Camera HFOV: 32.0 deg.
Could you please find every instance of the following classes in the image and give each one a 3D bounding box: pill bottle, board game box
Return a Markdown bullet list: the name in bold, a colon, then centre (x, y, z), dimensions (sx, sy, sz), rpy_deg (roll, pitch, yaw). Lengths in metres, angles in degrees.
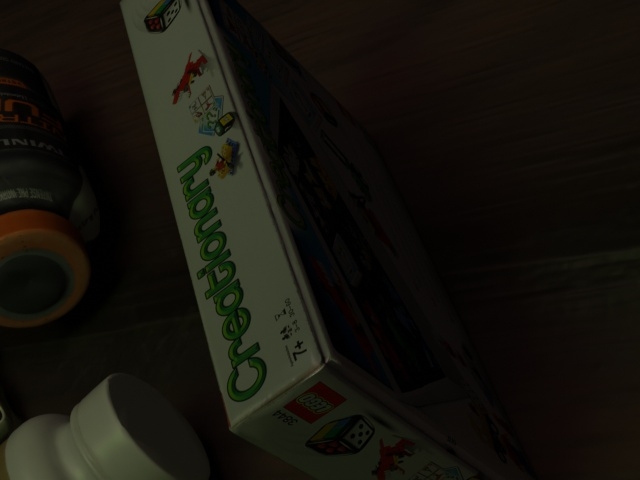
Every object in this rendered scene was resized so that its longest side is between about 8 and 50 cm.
- **pill bottle**: centre (-0.246, -0.040, 0.860), dimensions (0.130, 0.130, 0.246), rpy_deg (-43, 43, 9)
- **pill bottle**: centre (-0.159, 0.168, 0.651), dimensions (0.186, 0.112, 0.112), rpy_deg (-43, 42, 9)
- **board game box**: centre (0.000, 0.000, 0.569), dimensions (0.053, 0.193, 0.305), rpy_deg (-36, 43, 15)

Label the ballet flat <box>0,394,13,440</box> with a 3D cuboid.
- **ballet flat**: centre (-0.252, 0.152, 0.782), dimensions (0.079, 0.077, 0.221), rpy_deg (-24, 45, 1)
